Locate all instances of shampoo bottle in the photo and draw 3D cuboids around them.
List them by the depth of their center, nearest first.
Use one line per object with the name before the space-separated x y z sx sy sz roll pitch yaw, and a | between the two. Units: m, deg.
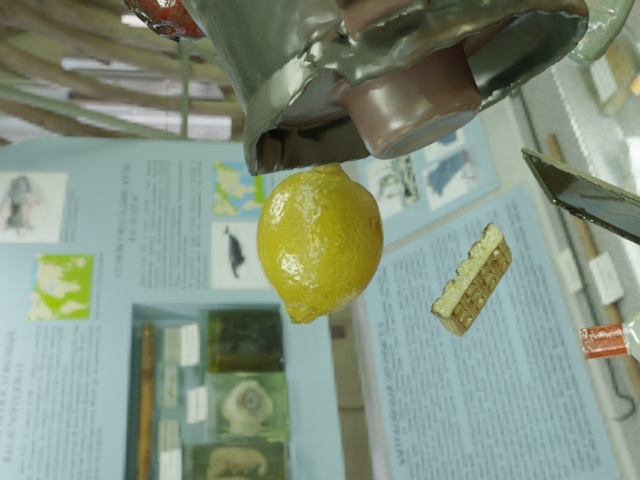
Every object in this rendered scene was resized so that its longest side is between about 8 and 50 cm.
shampoo bottle | 0.432 0.112 1.099 0.108 0.221 0.051 -73 -33 -55

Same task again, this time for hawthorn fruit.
hawthorn fruit | -0.223 -0.463 1.522 0.250 0.215 0.215 -56 10 -1

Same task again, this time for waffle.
waffle | 0.356 0.098 2.079 0.248 0.055 0.221 -56 -25 -3

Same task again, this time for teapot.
teapot | -0.005 -0.234 0.556 0.362 0.305 0.376 65 -174 6

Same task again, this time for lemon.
lemon | 0.000 0.000 1.280 0.187 0.187 0.244 130 153 -75

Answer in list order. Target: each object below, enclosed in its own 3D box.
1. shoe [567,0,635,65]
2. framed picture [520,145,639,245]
shoe | 0.393 -0.336 1.232 0.195 0.079 0.078 -60 3 -15
framed picture | 0.492 -0.063 1.590 0.281 0.019 0.209 32 173 38
